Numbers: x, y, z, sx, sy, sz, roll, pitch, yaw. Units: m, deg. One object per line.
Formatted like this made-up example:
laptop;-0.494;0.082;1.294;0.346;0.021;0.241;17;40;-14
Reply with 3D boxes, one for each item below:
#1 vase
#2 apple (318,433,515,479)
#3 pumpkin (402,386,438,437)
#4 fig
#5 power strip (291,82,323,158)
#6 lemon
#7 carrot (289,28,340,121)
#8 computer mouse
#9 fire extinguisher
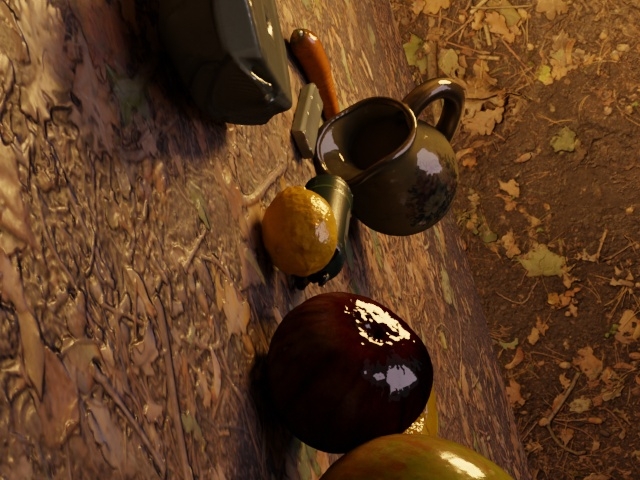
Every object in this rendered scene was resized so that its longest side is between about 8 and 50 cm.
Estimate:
vase;0.166;-0.187;2.171;0.241;0.329;0.302;39;-5;33
apple;0.128;0.407;1.340;0.339;0.339;0.340;-15;90;-76
pumpkin;0.118;0.287;1.945;0.217;0.110;0.217;32;54;-58
fig;0.036;0.187;1.494;0.235;0.235;0.214;-23;135;-76
power strip;-0.022;-0.230;2.059;0.253;0.027;0.060;-81;152;-58
lemon;-0.033;-0.016;1.630;0.114;0.114;0.155;59;15;-48
carrot;-0.002;-0.327;2.186;0.066;0.062;0.271;44;-12;37
computer mouse;-0.131;-0.273;1.466;0.429;0.145;0.228;21;56;-83
fire extinguisher;0.000;0.000;1.780;0.093;0.118;0.294;34;28;-14
